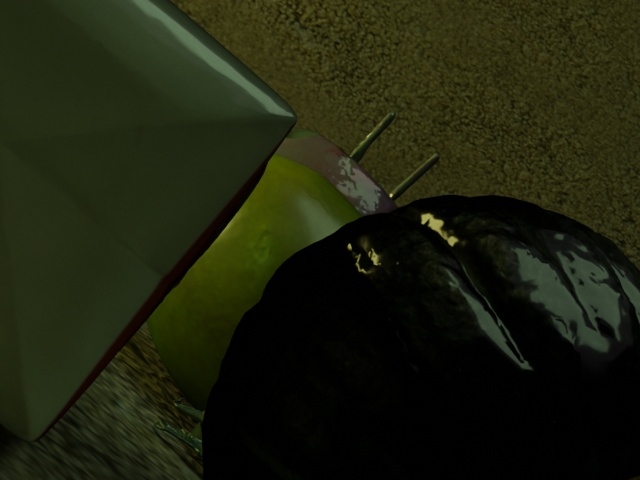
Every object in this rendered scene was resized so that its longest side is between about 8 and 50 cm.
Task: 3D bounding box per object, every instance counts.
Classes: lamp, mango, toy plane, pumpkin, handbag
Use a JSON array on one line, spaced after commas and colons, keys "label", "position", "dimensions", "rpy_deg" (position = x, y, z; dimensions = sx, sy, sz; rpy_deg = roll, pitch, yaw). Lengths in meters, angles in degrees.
[{"label": "lamp", "position": [0.000, 0.000, 1.279], "dimensions": [0.247, 0.247, 0.301], "rpy_deg": [48, -6, 6]}, {"label": "mango", "position": [-0.002, 0.070, 0.834], "dimensions": [0.273, 0.149, 0.185], "rpy_deg": [51, -5, -1]}, {"label": "toy plane", "position": [-0.045, 0.109, 0.719], "dimensions": [0.080, 0.033, 0.083], "rpy_deg": [29, 12, -41]}, {"label": "pumpkin", "position": [0.055, 0.085, 0.595], "dimensions": [0.162, 0.220, 0.220], "rpy_deg": [50, 4, 40]}, {"label": "handbag", "position": [-0.119, -0.038, 0.575], "dimensions": [0.171, 0.151, 0.298], "rpy_deg": [39, -2, -4]}]

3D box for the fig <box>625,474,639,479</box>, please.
[{"label": "fig", "position": [0.119, 0.167, 0.395], "dimensions": [0.207, 0.207, 0.230], "rpy_deg": [45, 18, 15]}]
